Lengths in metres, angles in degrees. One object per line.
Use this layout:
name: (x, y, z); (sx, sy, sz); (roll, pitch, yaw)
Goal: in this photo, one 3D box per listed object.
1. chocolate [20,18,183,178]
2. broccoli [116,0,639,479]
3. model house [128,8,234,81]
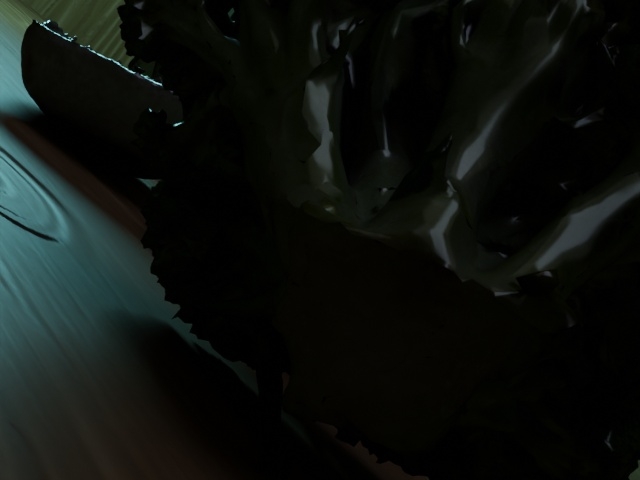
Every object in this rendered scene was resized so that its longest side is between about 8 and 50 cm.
chocolate: (-0.163, -0.110, 1.106); (0.185, 0.100, 0.303); (28, 0, -5)
broccoli: (0.049, -0.006, 0.583); (0.321, 0.303, 0.283); (16, 24, 9)
model house: (-0.116, -0.240, 1.550); (0.218, 0.278, 0.205); (13, -7, 21)
